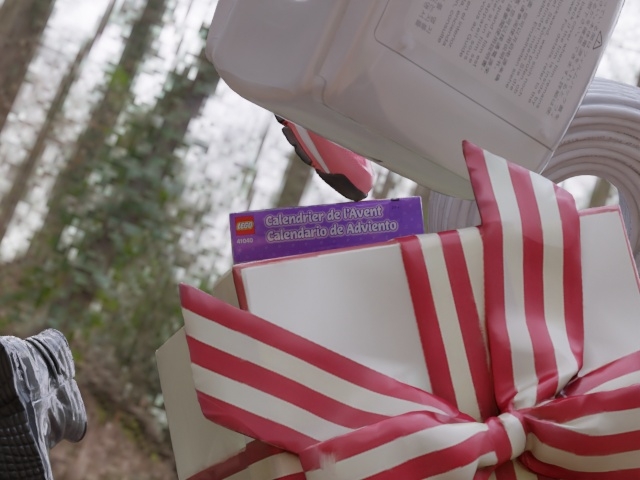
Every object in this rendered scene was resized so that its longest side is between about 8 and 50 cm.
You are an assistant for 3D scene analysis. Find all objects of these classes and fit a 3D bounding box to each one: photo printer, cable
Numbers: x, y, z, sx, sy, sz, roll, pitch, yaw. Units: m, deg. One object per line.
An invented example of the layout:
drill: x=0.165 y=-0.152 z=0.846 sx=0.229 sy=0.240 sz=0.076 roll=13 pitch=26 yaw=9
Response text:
photo printer: x=0.086 y=-0.162 z=0.933 sx=0.107 sy=0.256 sz=0.307 roll=24 pitch=3 yaw=33
cable: x=0.226 y=-0.021 z=1.394 sx=0.257 sy=0.257 sz=0.089 roll=15 pitch=22 yaw=-16

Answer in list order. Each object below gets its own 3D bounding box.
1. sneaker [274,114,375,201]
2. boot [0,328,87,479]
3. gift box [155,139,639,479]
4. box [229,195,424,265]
sneaker: x=0.009 y=-0.195 z=1.479 sx=0.136 sy=0.313 sz=0.116 roll=-21 pitch=-5 yaw=12
boot: x=-0.295 y=0.212 z=1.670 sx=0.083 sy=0.246 sz=0.161 roll=-15 pitch=-9 yaw=21
gift box: x=0.042 y=0.106 z=0.861 sx=0.255 sy=0.276 sz=0.258 roll=-14 pitch=-9 yaw=-21
box: x=0.000 y=0.000 z=1.733 sx=0.201 sy=0.057 sz=0.293 roll=-6 pitch=-4 yaw=-4
